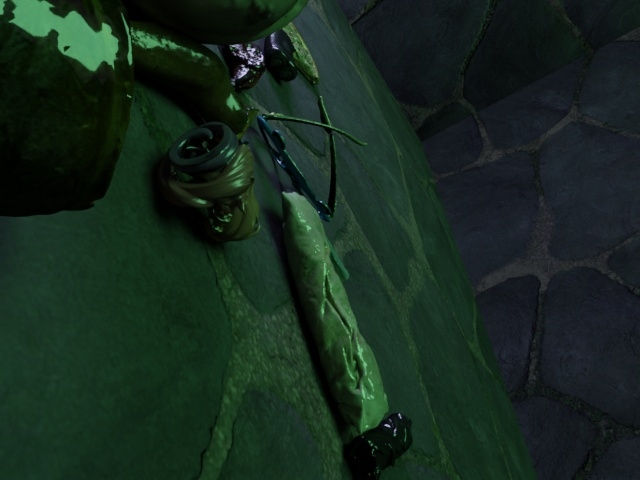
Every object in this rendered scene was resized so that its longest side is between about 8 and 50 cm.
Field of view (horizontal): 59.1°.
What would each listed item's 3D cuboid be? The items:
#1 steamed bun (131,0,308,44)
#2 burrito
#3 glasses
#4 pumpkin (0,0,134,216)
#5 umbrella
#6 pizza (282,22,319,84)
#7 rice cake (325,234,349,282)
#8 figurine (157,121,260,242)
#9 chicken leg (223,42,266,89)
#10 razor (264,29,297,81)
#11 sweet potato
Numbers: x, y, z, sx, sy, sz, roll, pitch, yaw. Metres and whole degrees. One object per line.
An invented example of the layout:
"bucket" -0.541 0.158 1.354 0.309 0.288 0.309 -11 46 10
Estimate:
"steamed bun" -0.152 -0.417 0.839 0.324 0.310 0.219 34 -25 9
"burrito" 0.016 0.103 0.896 0.117 0.076 0.393 22 45 -63
"glasses" -0.012 -0.165 1.084 0.239 0.102 0.207 58 47 -19
"pumpkin" -0.274 -0.169 0.358 0.232 0.242 0.325 -4 71 -38
"umbrella" 0.105 0.312 0.889 0.235 0.059 0.066 4 86 -67
"pizza" -0.078 -0.543 1.544 0.262 0.034 0.181 22 46 -62
"rice cake" 0.000 0.000 1.055 0.180 0.030 0.042 60 13 -9
"figurine" -0.123 -0.060 0.695 0.126 0.114 0.157 -46 118 -33
"chicken leg" -0.150 -0.332 1.069 0.093 0.053 0.205 17 37 -33
"razor" -0.096 -0.443 1.336 0.090 0.054 0.148 47 24 -40
"sweet potato" -0.186 -0.230 0.783 0.285 0.085 0.112 31 42 -57
